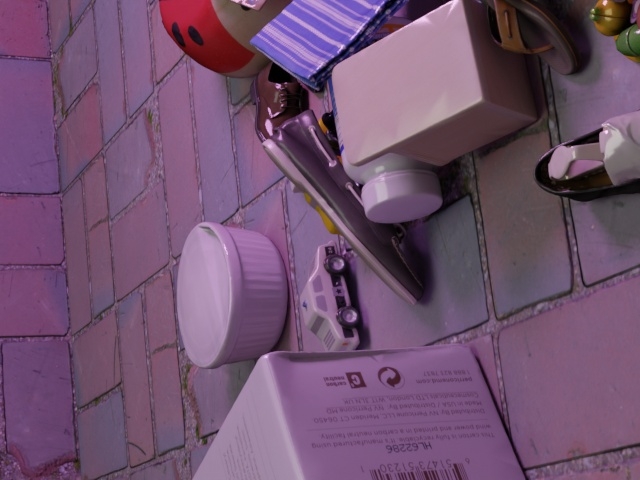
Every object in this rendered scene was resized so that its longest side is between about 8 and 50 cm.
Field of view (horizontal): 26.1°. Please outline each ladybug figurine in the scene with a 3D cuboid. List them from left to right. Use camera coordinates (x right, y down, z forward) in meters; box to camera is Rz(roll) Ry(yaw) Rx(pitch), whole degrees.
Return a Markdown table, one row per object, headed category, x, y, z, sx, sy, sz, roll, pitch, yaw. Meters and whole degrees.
| category | x | y | z | sx | sy | sz | roll | pitch | yaw |
| --- | --- | --- | --- | --- | --- | --- | --- | --- | --- |
| ladybug figurine | -0.179 | -0.452 | 2.537 | 0.449 | 0.161 | 0.305 | -4 | 86 | 64 |

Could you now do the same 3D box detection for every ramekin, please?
| category | x | y | z | sx | sy | sz | roll | pitch | yaw |
| --- | --- | --- | --- | --- | --- | --- | --- | --- | --- |
| ramekin | -0.159 | 0.100 | 2.527 | 0.273 | 0.127 | 0.273 | -179 | 90 | -64 |

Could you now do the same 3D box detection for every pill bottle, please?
| category | x | y | z | sx | sy | sz | roll | pitch | yaw |
| --- | --- | --- | --- | --- | --- | --- | --- | --- | --- |
| pill bottle | 0.098 | -0.170 | 1.982 | 0.152 | 0.152 | 0.272 | -42 | 53 | 56 |

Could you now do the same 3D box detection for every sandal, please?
| category | x | y | z | sx | sy | sz | roll | pitch | yaw |
| --- | --- | --- | --- | --- | --- | --- | --- | --- | --- |
| sandal | 0.230 | -0.276 | 1.710 | 0.219 | 0.060 | 0.090 | 43 | 170 | 0 |

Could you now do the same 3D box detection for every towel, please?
| category | x | y | z | sx | sy | sz | roll | pitch | yaw |
| --- | --- | --- | --- | --- | --- | --- | --- | --- | --- |
| towel | 0.057 | -0.373 | 1.982 | 0.336 | 0.040 | 0.243 | -45 | 33 | -1 |

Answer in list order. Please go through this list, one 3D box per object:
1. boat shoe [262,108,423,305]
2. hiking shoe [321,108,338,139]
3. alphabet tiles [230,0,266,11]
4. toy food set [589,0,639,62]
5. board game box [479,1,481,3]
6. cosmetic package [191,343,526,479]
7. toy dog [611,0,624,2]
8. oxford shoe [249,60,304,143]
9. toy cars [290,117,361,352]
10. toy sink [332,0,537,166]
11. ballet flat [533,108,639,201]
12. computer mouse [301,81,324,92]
| category | x | y | z | sx | sy | sz | roll | pitch | yaw |
| --- | --- | --- | --- | --- | --- | --- | --- | --- | --- |
| boat shoe | 0.054 | -0.053 | 2.036 | 0.335 | 0.095 | 0.112 | 48 | 177 | 7 |
| hiking shoe | 0.053 | -0.161 | 2.114 | 0.086 | 0.114 | 0.227 | -34 | 60 | 59 |
| alphabet tiles | -0.142 | -0.501 | 2.358 | 0.237 | 0.009 | 0.198 | 25 | 74 | 30 |
| toy food set | 0.367 | -0.264 | 1.527 | 0.218 | 0.071 | 0.128 | 6 | 95 | 63 |
| board game box | 0.223 | -0.404 | 1.765 | 0.211 | 0.039 | 0.160 | 93 | 172 | -78 |
| cosmetic package | 0.042 | 0.386 | 1.885 | 0.394 | 0.329 | 0.327 | -61 | 39 | 43 |
| toy dog | 0.302 | -0.456 | 1.439 | 0.408 | 0.284 | 0.396 | 177 | 98 | -65 |
| oxford shoe | -0.066 | -0.225 | 2.397 | 0.096 | 0.082 | 0.227 | -54 | 44 | 43 |
| toy cars | 0.000 | 0.000 | 2.207 | 0.176 | 0.087 | 0.394 | -144 | 52 | -67 |
| toy sink | 0.151 | -0.194 | 1.836 | 0.234 | 0.131 | 0.153 | -25 | 65 | 37 |
| ballet flat | 0.338 | -0.094 | 1.557 | 0.280 | 0.096 | 0.095 | -26 | 66 | 61 |
| computer mouse | 0.010 | -0.275 | 2.287 | 0.242 | 0.041 | 0.071 | -165 | 76 | -64 |
